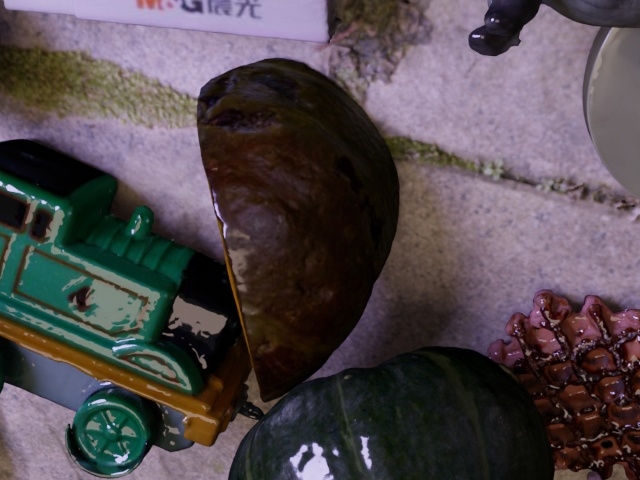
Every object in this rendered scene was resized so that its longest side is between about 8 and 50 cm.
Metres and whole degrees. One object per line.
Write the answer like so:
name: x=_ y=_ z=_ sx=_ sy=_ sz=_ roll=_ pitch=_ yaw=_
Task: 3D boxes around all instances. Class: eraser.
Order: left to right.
eraser: x=-0.124 y=-0.244 z=0.605 sx=0.287 sy=0.086 sz=0.130 roll=7 pitch=119 yaw=9

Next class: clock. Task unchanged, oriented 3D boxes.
clock: x=0.338 y=-0.126 z=0.603 sx=0.234 sy=0.029 sz=0.235 roll=5 pitch=119 yaw=8

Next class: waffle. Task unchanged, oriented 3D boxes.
waffle: x=0.279 y=0.155 z=0.747 sx=0.234 sy=0.055 sz=0.221 roll=17 pitch=122 yaw=8

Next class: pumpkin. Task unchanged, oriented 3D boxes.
pumpkin: x=0.000 y=0.000 z=0.646 sx=0.169 sy=0.148 sz=0.312 roll=-10 pitch=107 yaw=-1
pumpkin: x=0.067 y=0.226 z=0.674 sx=0.300 sy=0.207 sz=0.300 roll=-14 pitch=141 yaw=-11

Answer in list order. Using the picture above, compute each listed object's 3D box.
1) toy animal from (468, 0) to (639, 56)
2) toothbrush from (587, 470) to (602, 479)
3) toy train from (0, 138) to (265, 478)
toy animal: x=0.140 y=-0.223 z=0.516 sx=0.343 sy=0.106 sz=0.168 roll=32 pitch=95 yaw=3
toothbrush: x=0.336 y=0.364 z=0.791 sx=0.025 sy=0.020 sz=0.286 roll=-22 pitch=105 yaw=18
toy train: x=-0.234 y=0.060 z=0.747 sx=0.429 sy=0.178 sz=0.249 roll=23 pitch=107 yaw=-1
